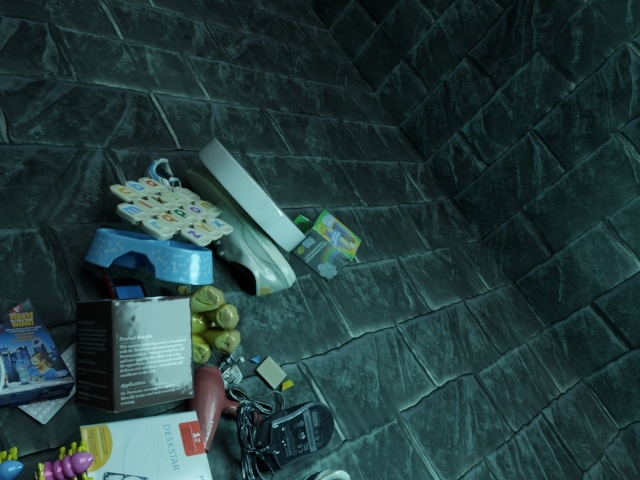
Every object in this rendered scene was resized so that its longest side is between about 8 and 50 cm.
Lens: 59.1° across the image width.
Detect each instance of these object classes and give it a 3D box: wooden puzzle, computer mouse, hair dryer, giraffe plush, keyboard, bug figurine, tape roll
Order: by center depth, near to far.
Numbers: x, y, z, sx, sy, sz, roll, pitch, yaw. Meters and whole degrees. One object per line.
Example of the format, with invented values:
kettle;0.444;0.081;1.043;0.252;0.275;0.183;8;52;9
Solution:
bug figurine;-0.437;0.436;0.873;0.216;0.072;0.279;-23;65;-14
keyboard;-0.491;0.253;1.128;0.072;0.014;0.256;41;34;-6
hair dryer;-0.196;0.365;1.261;0.223;0.080;0.293;49;34;5
computer mouse;-0.085;0.440;1.291;0.272;0.072;0.188;-2;81;-42
giraffe plush;-0.283;0.174;1.314;0.170;0.211;0.181;-77;162;-77
wooden puzzle;-0.124;0.335;1.428;0.116;0.014;0.079;50;30;8
tape roll;-0.194;-0.127;1.613;0.392;0.072;0.392;48;0;0

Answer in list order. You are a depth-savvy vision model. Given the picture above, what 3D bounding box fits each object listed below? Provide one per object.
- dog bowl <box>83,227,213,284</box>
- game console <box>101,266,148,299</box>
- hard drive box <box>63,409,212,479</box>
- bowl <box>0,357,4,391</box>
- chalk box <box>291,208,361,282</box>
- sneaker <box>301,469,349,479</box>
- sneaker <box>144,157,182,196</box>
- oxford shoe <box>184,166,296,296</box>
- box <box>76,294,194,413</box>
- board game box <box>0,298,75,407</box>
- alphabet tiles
dog bowl;-0.381;0.032;1.276;0.298;0.074;0.166;11;3;9
game console;-0.425;0.130;1.268;0.085;0.124;0.144;-19;65;-25
hard drive box;-0.332;0.428;1.044;0.232;0.089;0.181;6;50;-43
bowl;-0.651;0.220;0.812;0.312;0.163;0.311;33;11;-7
chalk box;0.000;0.000;1.805;0.213;0.132;0.132;42;34;-7
sneaker;-0.001;0.623;1.155;0.126;0.127;0.321;31;38;-23
sneaker;-0.410;-0.124;1.548;0.085;0.086;0.237;-8;61;-52
oxford shoe;-0.251;-0.023;1.569;0.130;0.169;0.449;-38;80;-12
box;-0.362;0.213;1.101;0.169;0.167;0.203;3;82;-45
board game box;-0.578;0.207;1.040;0.194;0.060;0.194;-1;51;-41
alphabet tiles;-0.365;-0.072;1.392;0.278;0.021;0.284;30;22;8
